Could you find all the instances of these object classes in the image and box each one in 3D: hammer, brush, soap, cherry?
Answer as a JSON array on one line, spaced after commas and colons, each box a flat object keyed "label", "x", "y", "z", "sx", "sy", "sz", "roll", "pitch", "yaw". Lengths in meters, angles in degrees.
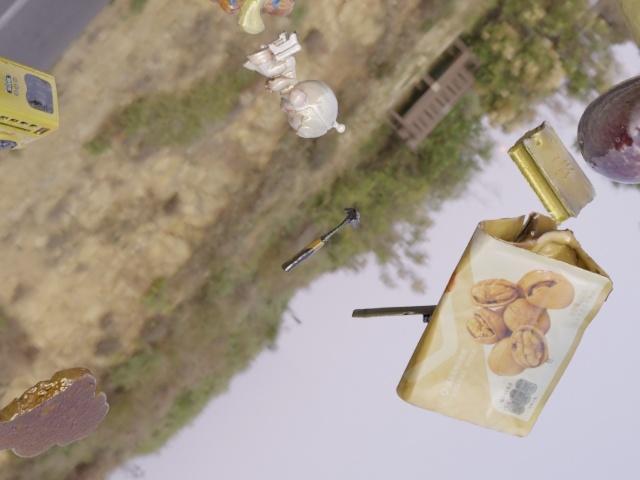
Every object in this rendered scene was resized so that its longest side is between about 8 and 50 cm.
[{"label": "hammer", "x": 0.000, "y": 0.000, "z": 2.169, "sx": 0.201, "sy": 0.021, "sz": 0.078, "roll": -37, "pitch": -158, "yaw": 18}, {"label": "brush", "x": 0.146, "y": 0.120, "z": 1.698, "sx": 0.190, "sy": 0.028, "sz": 0.034, "roll": -3, "pitch": -165, "yaw": 8}, {"label": "soap", "x": 0.567, "y": -0.165, "z": 2.593, "sx": 0.076, "sy": 0.233, "sz": 0.135, "roll": -26, "pitch": -169, "yaw": 49}, {"label": "cherry", "x": 0.572, "y": -0.198, "z": 1.904, "sx": 0.213, "sy": 0.184, "sz": 0.266, "roll": -17, "pitch": 151, "yaw": -8}]

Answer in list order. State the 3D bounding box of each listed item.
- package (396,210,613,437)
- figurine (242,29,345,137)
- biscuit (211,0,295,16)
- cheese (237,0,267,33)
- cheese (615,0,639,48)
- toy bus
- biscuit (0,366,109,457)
[{"label": "package", "x": 0.269, "y": 0.113, "z": 1.614, "sx": 0.165, "sy": 0.221, "sz": 0.311, "roll": -84, "pitch": -167, "yaw": -63}, {"label": "figurine", "x": -0.047, "y": -0.333, "z": 2.357, "sx": 0.144, "sy": 0.257, "sz": 0.182, "roll": -40, "pitch": -163, "yaw": -25}, {"label": "biscuit", "x": -0.170, "y": -0.501, "z": 1.977, "sx": 0.043, "sy": 0.280, "sz": 0.183, "roll": -43, "pitch": -153, "yaw": 45}, {"label": "cheese", "x": -0.086, "y": -0.324, "z": 1.465, "sx": 0.030, "sy": 0.044, "sz": 0.083, "roll": 173, "pitch": -67, "yaw": -77}, {"label": "cheese", "x": 0.573, "y": -0.312, "z": 1.712, "sx": 0.093, "sy": 0.159, "sz": 0.263, "roll": -40, "pitch": -125, "yaw": 35}, {"label": "toy bus", "x": -0.618, "y": -0.264, "z": 1.859, "sx": 0.151, "sy": 0.145, "sz": 0.331, "roll": -14, "pitch": 167, "yaw": 27}, {"label": "biscuit", "x": -0.490, "y": 0.304, "z": 1.852, "sx": 0.319, "sy": 0.047, "sz": 0.183, "roll": -14, "pitch": 135, "yaw": -53}]
